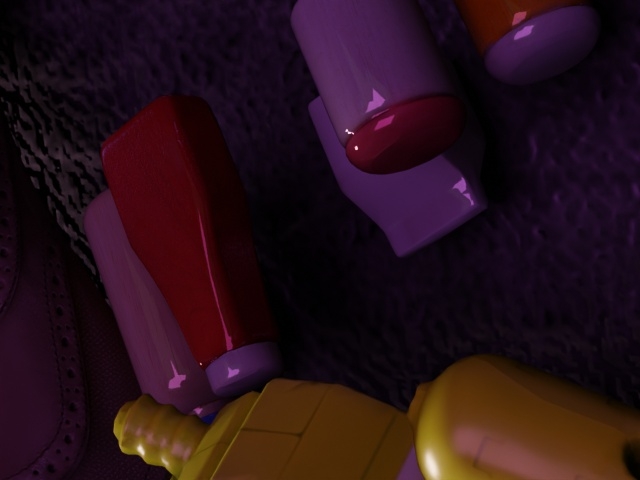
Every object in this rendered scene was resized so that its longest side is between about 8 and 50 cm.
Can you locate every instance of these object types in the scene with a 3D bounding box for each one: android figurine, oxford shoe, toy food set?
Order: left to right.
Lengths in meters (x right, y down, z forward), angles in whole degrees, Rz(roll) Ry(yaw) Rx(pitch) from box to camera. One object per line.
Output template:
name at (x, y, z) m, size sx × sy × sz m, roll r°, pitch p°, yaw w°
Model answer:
oxford shoe at (-0.134, 0.049, 0.651) m, size 0.130 × 0.133 × 0.363 m, roll -31°, pitch 62°, yaw 50°
toy food set at (0.000, 0.000, 0.542) m, size 0.232 × 0.111 × 0.104 m, roll -34°, pitch 68°, yaw 34°
android figurine at (0.055, 0.127, 0.496) m, size 0.273 × 0.056 × 0.248 m, roll 21°, pitch 143°, yaw 15°
